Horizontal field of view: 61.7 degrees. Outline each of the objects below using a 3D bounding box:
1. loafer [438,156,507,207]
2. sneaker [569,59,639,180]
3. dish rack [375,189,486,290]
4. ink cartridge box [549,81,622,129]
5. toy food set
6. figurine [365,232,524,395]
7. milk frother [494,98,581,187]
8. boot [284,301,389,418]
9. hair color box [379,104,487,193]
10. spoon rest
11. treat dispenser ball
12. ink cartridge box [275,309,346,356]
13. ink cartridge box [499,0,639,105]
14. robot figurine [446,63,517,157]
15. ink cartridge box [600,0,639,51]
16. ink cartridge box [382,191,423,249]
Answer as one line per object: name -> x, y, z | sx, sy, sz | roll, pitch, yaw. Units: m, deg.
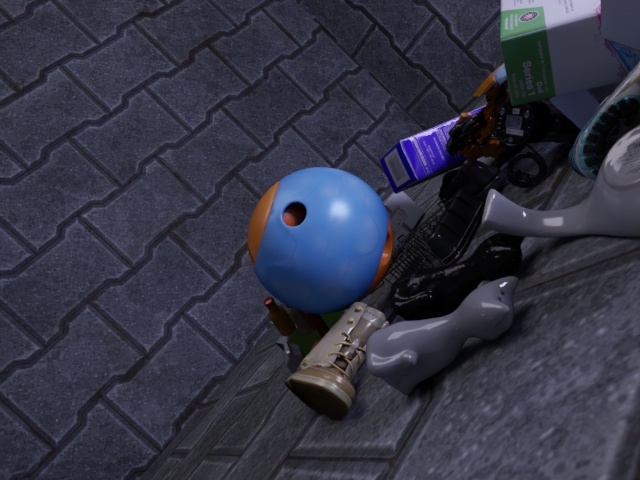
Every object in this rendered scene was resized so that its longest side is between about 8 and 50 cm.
loafer -> 0.334, -0.142, 1.252 | 0.109, 0.095, 0.302 | -48, 3, -3
sneaker -> 0.419, -0.192, 0.675 | 0.283, 0.110, 0.122 | -46, -1, 7
dish rack -> 0.212, 0.018, 1.132 | 0.208, 0.074, 0.271 | -48, 1, -44
ink cartridge box -> 0.468, -0.258, 0.881 | 0.180, 0.104, 0.060 | -47, 0, -28
toy food set -> -0.042, 0.198, 1.130 | 0.111, 0.105, 0.232 | -31, 31, 1
figurine -> 0.174, 0.083, 0.697 | 0.209, 0.092, 0.215 | -39, 7, 34
milk frother -> 0.398, -0.180, 0.975 | 0.134, 0.129, 0.143 | -9, -52, -30
boot -> 0.044, 0.194, 0.914 | 0.203, 0.095, 0.262 | -46, -2, -18
hair color box -> 0.333, -0.234, 1.302 | 0.338, 0.110, 0.185 | -25, -1, -9
spoon rest -> 0.311, -0.055, 0.594 | 0.276, 0.084, 0.137 | -20, 45, 58
treat dispenser ball -> 0.000, 0.000, 1.061 | 0.288, 0.288, 0.288 | -46, 3, 3
ink cartridge box -> 0.006, 0.202, 1.255 | 0.189, 0.097, 0.255 | -47, 2, -16
ink cartridge box -> 0.418, -0.325, 0.794 | 0.278, 0.117, 0.201 | -8, 39, 25
robot figurine -> 0.380, -0.267, 1.086 | 0.211, 0.085, 0.291 | -2, -27, -24
ink cartridge box -> 0.438, -0.326, 0.508 | 0.270, 0.197, 0.198 | -44, -41, -3
ink cartridge box -> 0.159, 0.000, 1.585 | 0.207, 0.117, 0.283 | -44, 4, 46
